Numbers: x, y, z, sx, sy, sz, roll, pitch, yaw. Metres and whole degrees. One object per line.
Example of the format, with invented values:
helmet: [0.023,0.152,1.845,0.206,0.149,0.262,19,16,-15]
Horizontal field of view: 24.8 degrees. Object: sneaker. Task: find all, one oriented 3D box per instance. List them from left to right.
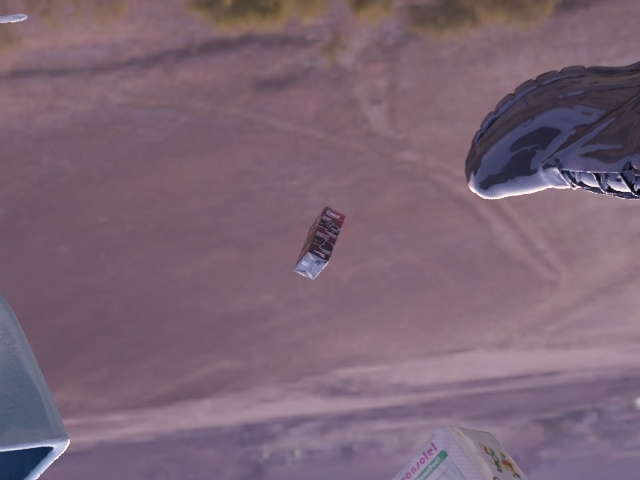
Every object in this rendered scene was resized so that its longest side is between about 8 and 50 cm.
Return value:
sneaker: [0.250,-0.081,1.180,0.286,0.130,0.109,-21,153,26]

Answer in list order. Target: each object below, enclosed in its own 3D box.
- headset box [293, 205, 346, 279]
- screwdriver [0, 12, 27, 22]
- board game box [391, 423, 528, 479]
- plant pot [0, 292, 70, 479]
headset box: [0.000,0.000,1.899,0.032,0.083,0.062,27,149,-8]
screwdriver: [-0.236,-0.108,0.758,0.170,0.025,0.024,0,136,8]
board game box: [0.137,0.341,1.219,0.224,0.303,0.097,-49,146,18]
plant pot: [-0.409,0.128,1.303,0.248,0.252,0.247,-2,151,-37]
